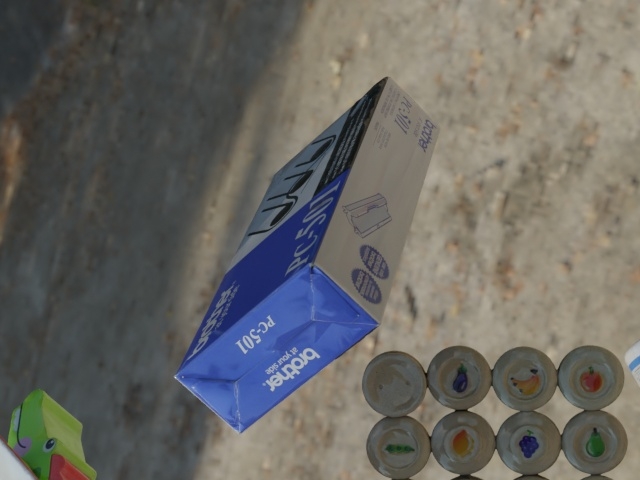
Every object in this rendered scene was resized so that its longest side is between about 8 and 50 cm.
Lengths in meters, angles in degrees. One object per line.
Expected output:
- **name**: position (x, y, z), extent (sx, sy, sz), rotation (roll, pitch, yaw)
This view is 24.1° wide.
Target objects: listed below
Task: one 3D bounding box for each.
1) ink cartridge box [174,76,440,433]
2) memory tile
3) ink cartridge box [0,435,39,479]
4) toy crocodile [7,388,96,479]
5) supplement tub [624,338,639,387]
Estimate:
- **ink cartridge box**: position (0.000, 0.000, 0.754), extent (0.097, 0.046, 0.207), rotation (-40, 15, 29)
- **memory tile**: position (0.098, 0.114, 0.842), extent (0.012, 0.148, 0.113), rotation (-36, -57, -83)
- **ink cartridge box**: position (-0.158, 0.205, 0.860), extent (0.275, 0.060, 0.239), rotation (43, 133, 22)
- **toy crocodile**: position (-0.239, 0.269, 1.251), extent (0.105, 0.115, 0.340), rotation (-22, 38, 21)
- **supplement tub**: position (0.289, 0.118, 1.158), extent (0.107, 0.071, 0.071), rotation (62, 143, 19)
